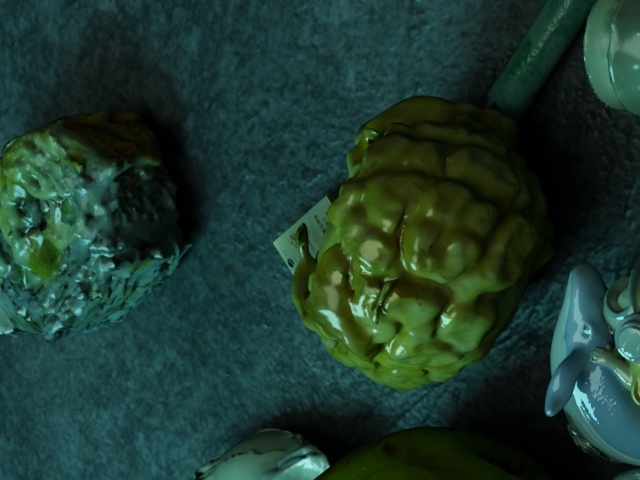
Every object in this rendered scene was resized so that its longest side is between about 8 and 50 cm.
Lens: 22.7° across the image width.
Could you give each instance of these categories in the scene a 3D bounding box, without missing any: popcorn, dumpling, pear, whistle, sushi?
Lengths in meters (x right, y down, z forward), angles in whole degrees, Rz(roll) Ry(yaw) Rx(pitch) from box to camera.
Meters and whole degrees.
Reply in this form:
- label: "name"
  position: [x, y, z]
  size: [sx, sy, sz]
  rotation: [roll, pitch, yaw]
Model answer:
- label: "popcorn"
  position: [0.080, 0.001, 1.244]
  size: [0.190, 0.250, 0.250]
  rotation: [39, 126, -1]
- label: "dumpling"
  position: [-0.037, 0.242, 1.485]
  size: [0.188, 0.108, 0.127]
  rotation: [-11, 119, 39]
- label: "pear"
  position: [0.089, 0.283, 1.296]
  size: [0.283, 0.283, 0.283]
  rotation: [11, 109, 36]
- label: "whistle"
  position: [0.180, -0.159, 1.242]
  size: [0.039, 0.039, 0.186]
  rotation: [45, 125, 20]
- label: "sushi"
  position: [-0.245, 0.000, 1.555]
  size: [0.184, 0.139, 0.274]
  rotation: [56, 131, 16]

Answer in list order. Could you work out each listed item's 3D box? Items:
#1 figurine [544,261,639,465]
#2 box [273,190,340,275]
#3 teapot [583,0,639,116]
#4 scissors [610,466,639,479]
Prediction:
- label: "figurine"
  position: [0.258, 0.101, 1.198]
  size: [0.208, 0.128, 0.184]
  rotation: [49, 124, 8]
- label: "box"
  position: [0.000, 0.000, 1.435]
  size: [0.083, 0.024, 0.053]
  rotation: [-40, 76, 39]
- label: "teapot"
  position: [0.308, -0.125, 1.075]
  size: [0.251, 0.183, 0.183]
  rotation: [17, 113, 47]
- label: "scissors"
  position: [0.399, 0.303, 1.187]
  size: [0.383, 0.029, 0.256]
  rotation: [4, 114, 34]
